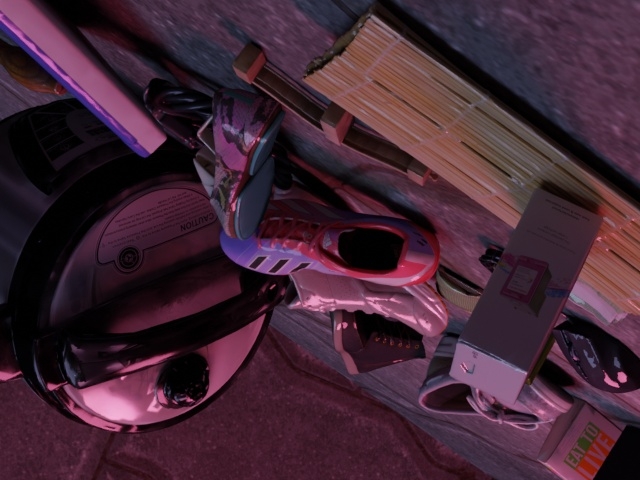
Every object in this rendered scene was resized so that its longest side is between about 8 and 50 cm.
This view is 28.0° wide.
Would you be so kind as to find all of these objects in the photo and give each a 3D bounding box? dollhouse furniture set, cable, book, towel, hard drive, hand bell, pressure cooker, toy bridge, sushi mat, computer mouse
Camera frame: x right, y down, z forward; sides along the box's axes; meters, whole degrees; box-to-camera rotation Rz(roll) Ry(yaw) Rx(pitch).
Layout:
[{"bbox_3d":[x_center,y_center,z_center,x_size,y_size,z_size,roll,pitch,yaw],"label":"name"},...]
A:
[{"bbox_3d":[0.178,0.095,1.411,0.151,0.059,0.076,30,170,17],"label":"dollhouse furniture set"},{"bbox_3d":[-0.093,-0.112,1.324,0.184,0.047,0.150,35,164,-24],"label":"cable"},{"bbox_3d":[0.354,0.281,1.678,0.144,0.096,0.035,38,170,-29],"label":"book"},{"bbox_3d":[0.207,0.024,1.042,0.113,0.023,0.152,31,171,10],"label":"towel"},{"bbox_3d":[-0.280,-0.219,1.208,0.210,0.040,0.319,48,180,31],"label":"hard drive"},{"bbox_3d":[-0.352,-0.209,1.385,0.242,0.126,0.126,30,171,31],"label":"hand bell"},{"bbox_3d":[-0.256,0.038,1.632,0.420,0.370,0.375,29,174,47],"label":"pressure cooker"},{"bbox_3d":[0.015,-0.097,1.053,0.188,0.026,0.063,32,174,9],"label":"toy bridge"},{"bbox_3d":[0.136,-0.044,0.879,0.316,0.019,0.151,34,161,-12],"label":"sushi mat"},{"bbox_3d":[0.229,0.085,1.238,0.242,0.041,0.071,38,171,-27],"label":"computer mouse"}]

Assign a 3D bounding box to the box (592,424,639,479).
[{"bbox_3d":[0.447,0.380,1.604,0.261,0.184,0.103,37,170,-21],"label":"box"}]

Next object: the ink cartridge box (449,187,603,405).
[{"bbox_3d":[0.138,0.040,0.868,0.052,0.122,0.088,27,163,12],"label":"ink cartridge box"}]

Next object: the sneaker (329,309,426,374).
[{"bbox_3d":[0.078,0.114,1.765,0.118,0.083,0.222,-11,156,6],"label":"sneaker"}]

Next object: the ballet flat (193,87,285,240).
[{"bbox_3d":[-0.083,-0.079,1.226,0.079,0.077,0.221,31,154,8],"label":"ballet flat"}]

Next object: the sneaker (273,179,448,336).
[{"bbox_3d":[0.025,0.045,1.445,0.262,0.121,0.099,37,-179,-19],"label":"sneaker"}]

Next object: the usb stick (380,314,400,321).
[{"bbox_3d":[0.032,0.026,1.597,0.077,0.045,0.278,28,171,39],"label":"usb stick"}]

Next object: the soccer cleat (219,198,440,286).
[{"bbox_3d":[0.000,0.000,1.298,0.248,0.083,0.095,9,176,24],"label":"soccer cleat"}]

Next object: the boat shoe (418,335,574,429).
[{"bbox_3d":[0.219,0.197,1.672,0.118,0.103,0.320,36,171,-18],"label":"boat shoe"}]
